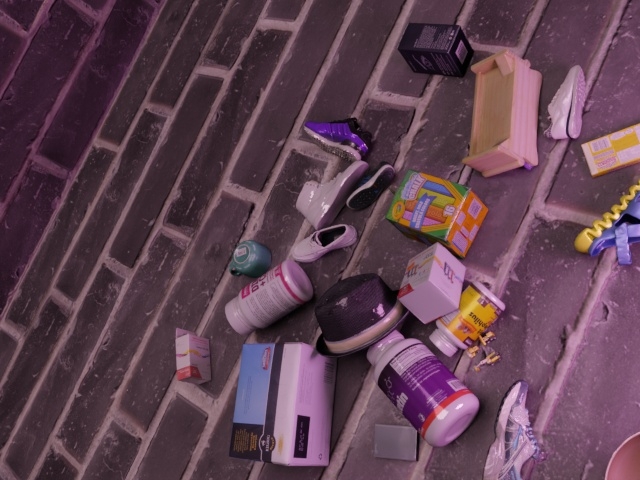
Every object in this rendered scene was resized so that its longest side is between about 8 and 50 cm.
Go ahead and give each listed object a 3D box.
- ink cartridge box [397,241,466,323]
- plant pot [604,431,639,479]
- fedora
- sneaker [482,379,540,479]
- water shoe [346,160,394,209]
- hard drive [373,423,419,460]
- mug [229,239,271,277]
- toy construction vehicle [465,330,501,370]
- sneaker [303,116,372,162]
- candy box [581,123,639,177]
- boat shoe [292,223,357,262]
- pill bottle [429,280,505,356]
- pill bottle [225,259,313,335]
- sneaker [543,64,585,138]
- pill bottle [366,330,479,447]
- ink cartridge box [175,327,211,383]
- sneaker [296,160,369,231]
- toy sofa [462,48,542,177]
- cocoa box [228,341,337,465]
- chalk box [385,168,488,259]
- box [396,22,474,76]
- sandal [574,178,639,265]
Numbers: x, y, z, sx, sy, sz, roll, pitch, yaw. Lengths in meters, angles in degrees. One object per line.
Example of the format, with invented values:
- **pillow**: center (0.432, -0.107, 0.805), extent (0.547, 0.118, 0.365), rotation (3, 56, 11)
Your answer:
- **ink cartridge box**: center (0.324, 0.122, 1.754), extent (0.128, 0.127, 0.176), rotation (-37, 17, 39)
- **plant pot**: center (0.779, 0.556, 1.309), extent (0.284, 0.191, 0.284), rotation (-12, 65, 28)
- **fedora**: center (0.104, 0.203, 1.818), extent (0.334, 0.153, 0.334), rotation (-30, 15, 9)
- **sneaker**: center (0.511, 0.508, 1.574), extent (0.122, 0.110, 0.283), rotation (15, 82, 18)
- **water shoe**: center (0.171, -0.188, 2.089), extent (0.203, 0.073, 0.080), rotation (-40, 28, 13)
- **hard drive**: center (0.220, 0.586, 1.761), extent (0.135, 0.022, 0.094), rotation (-6, 68, 31)
- **mug**: center (-0.268, 0.075, 2.232), extent (0.129, 0.097, 0.158), rotation (30, 89, 37)
- **toy construction vehicle**: center (0.461, 0.311, 1.709), extent (0.098, 0.035, 0.086), rotation (-36, 56, 16)
- **sneaker**: center (0.073, -0.392, 2.211), extent (0.293, 0.102, 0.146), rotation (32, 82, 34)
- **candy box**: center (0.851, -0.259, 1.693), extent (0.205, 0.027, 0.105), rotation (-20, 64, 25)
- **boat shoe**: center (0.000, 0.000, 2.099), extent (0.258, 0.084, 0.095), rotation (-25, 60, 22)
- **pill bottle**: center (0.412, 0.226, 1.723), extent (0.215, 0.117, 0.117), rotation (-49, 53, 7)
- **pill bottle**: center (-0.180, 0.202, 2.085), extent (0.283, 0.160, 0.160), rotation (-34, 57, 17)
- **sneaker**: center (0.728, -0.414, 1.803), extent (0.094, 0.090, 0.235), rotation (3, 71, 43)
- **pill bottle**: center (0.275, 0.403, 1.700), extent (0.181, 0.181, 0.323), rotation (-50, 53, 6)
- **ink cartridge box**: center (-0.464, 0.414, 2.210), extent (0.067, 0.115, 0.198), rotation (-23, 61, 24)
- **sneaker**: center (0.029, -0.193, 2.145), extent (0.293, 0.108, 0.169), rotation (-51, 56, 7)
- **toy sofa**: center (0.563, -0.383, 1.874), extent (0.150, 0.177, 0.363), rotation (-16, 61, 55)
- **cocoa box**: center (-0.111, 0.506, 1.874), extent (0.227, 0.231, 0.347), rotation (-6, 68, 31)
- **chalk box**: center (0.330, -0.092, 1.868), extent (0.288, 0.180, 0.179), rotation (23, 84, 38)
- **box**: center (0.392, -0.651, 2.067), extent (0.207, 0.153, 0.108), rotation (19, 82, 36)
- **sandal**: center (0.827, -0.054, 1.577), extent (0.317, 0.126, 0.138), rotation (-50, 56, 16)
